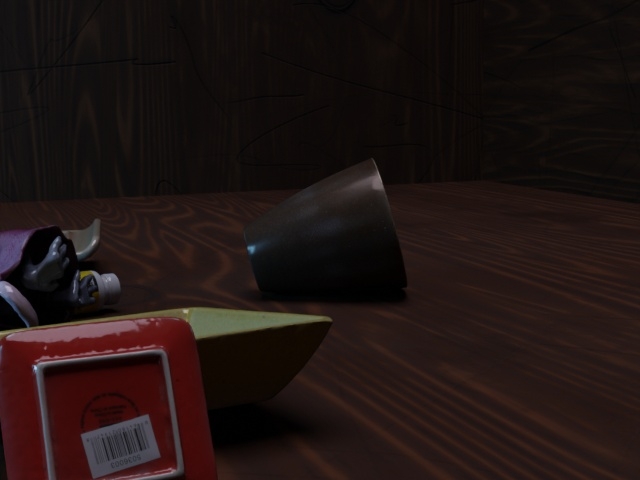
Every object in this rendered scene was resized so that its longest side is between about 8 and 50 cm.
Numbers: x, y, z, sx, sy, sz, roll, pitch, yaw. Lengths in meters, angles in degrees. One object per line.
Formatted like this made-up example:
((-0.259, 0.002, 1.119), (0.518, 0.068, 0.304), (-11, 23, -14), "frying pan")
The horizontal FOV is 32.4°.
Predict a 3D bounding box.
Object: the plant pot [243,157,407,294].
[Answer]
((0.000, 0.000, 1.769), (0.231, 0.215, 0.215), (-15, 8, 0), "plant pot")

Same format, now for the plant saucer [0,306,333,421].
((-0.204, 0.128, 1.109), (0.333, 0.080, 0.333), (-6, 2, -31), "plant saucer")

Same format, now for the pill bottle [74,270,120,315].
((-0.360, 0.078, 1.639), (0.116, 0.065, 0.065), (-7, 10, -36), "pill bottle")

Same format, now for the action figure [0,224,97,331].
((-0.497, 0.074, 1.445), (0.370, 0.248, 0.275), (1, 35, 5), "action figure")

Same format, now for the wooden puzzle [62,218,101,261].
((-0.568, 0.032, 1.986), (0.348, 0.080, 0.322), (-7, 8, -10), "wooden puzzle")

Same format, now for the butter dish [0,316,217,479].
((-0.180, 0.152, 0.892), (0.160, 0.159, 0.118), (-5, -14, -24), "butter dish")
